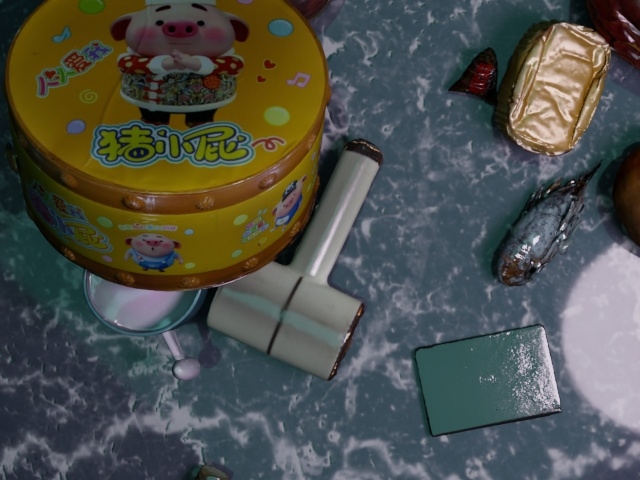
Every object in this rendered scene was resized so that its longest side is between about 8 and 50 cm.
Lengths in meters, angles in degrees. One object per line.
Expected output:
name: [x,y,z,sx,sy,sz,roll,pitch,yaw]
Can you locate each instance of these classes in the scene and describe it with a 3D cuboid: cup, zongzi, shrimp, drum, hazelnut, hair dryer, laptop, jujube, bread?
cup: [-0.232,0.055,1.636,0.168,0.173,0.299,-20,85,5]
zongzi: [0.240,-0.229,1.677,0.073,0.067,0.083,36,110,-7]
shrimp: [0.334,-0.028,1.651,0.233,0.079,0.090,-49,48,-3]
drum: [-0.200,-0.155,1.521,0.431,0.214,0.431,4,54,-5]
hazelnut: [0.498,-0.066,1.592,0.182,0.182,0.182,0,89,4]
hair dryer: [0.000,0.000,1.660,0.203,0.128,0.362,24,83,5]
laptop: [0.243,0.205,1.682,0.197,0.016,0.135,-10,87,2]
jujube: [0.473,-0.314,1.603,0.168,0.168,0.236,-34,89,3]
bread: [0.326,-0.217,1.635,0.132,0.114,0.190,21,99,-5]

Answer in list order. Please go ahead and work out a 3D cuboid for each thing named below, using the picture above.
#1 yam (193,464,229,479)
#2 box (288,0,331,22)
yam: [-0.220,0.457,1.689,0.061,0.061,0.274,30,90,4]
box: [-0.145,-0.471,1.671,0.404,0.108,0.263,23,91,4]
